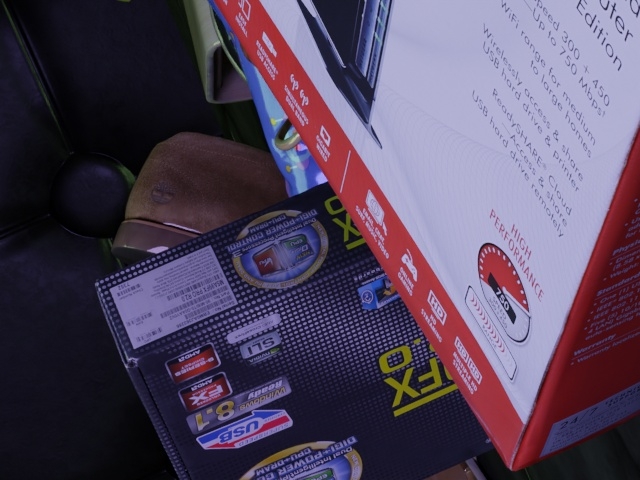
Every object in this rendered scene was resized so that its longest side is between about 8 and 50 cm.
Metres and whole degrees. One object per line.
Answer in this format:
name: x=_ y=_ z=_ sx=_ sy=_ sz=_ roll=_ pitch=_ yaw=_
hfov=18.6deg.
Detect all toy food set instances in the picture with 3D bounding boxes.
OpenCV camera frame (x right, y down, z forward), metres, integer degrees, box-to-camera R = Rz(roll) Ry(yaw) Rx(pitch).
toy food set: x=-0.095 y=-0.276 z=1.975 sx=0.306 sy=0.092 sz=0.219 roll=113 pitch=144 yaw=-81

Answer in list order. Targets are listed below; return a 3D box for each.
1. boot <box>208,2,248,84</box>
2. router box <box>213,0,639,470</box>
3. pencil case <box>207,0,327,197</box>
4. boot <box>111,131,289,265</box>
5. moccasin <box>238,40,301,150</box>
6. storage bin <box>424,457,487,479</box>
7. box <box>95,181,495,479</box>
boot: x=-0.059 y=-0.237 z=1.651 sx=0.178 sy=0.085 sz=0.236 roll=121 pitch=132 yaw=-85
router box: x=0.047 y=-0.126 z=0.756 sx=0.335 sy=0.082 sz=0.301 roll=58 pitch=159 yaw=27
pencil case: x=0.008 y=-0.101 z=1.411 sx=0.306 sy=0.133 sz=0.119 roll=68 pitch=-162 yaw=-9
boot: x=0.000 y=0.000 z=1.527 sx=0.112 sy=0.305 sz=0.115 roll=130 pitch=157 yaw=-73
moccasin: x=0.004 y=-0.133 z=1.059 sx=0.380 sy=0.147 sz=0.139 roll=54 pitch=178 yaw=-36
storage bin: x=0.054 y=0.290 z=1.953 sx=0.262 sy=0.260 sz=0.123 roll=-124 pitch=12 yaw=-60
box: x=0.038 y=0.050 z=1.045 sx=0.216 sy=0.270 sz=0.060 roll=74 pitch=172 yaw=-51
